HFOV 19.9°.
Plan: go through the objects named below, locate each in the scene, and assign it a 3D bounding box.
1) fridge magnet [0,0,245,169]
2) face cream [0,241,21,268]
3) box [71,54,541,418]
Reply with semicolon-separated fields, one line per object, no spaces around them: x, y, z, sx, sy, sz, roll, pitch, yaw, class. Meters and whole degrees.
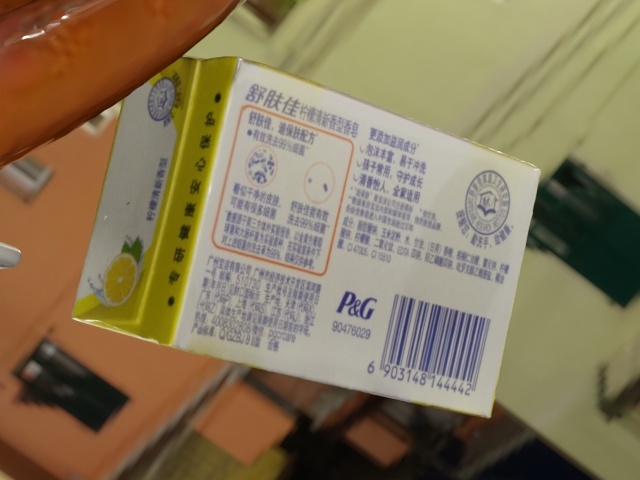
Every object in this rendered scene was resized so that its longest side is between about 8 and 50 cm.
-0.180;-0.100;0.704;0.364;0.155;0.363;-16;-159;7;fridge magnet
-0.288;0.007;1.533;0.083;0.040;0.021;25;69;-63;face cream
0.000;0.000;1.071;0.097;0.265;0.168;7;-95;47;box
